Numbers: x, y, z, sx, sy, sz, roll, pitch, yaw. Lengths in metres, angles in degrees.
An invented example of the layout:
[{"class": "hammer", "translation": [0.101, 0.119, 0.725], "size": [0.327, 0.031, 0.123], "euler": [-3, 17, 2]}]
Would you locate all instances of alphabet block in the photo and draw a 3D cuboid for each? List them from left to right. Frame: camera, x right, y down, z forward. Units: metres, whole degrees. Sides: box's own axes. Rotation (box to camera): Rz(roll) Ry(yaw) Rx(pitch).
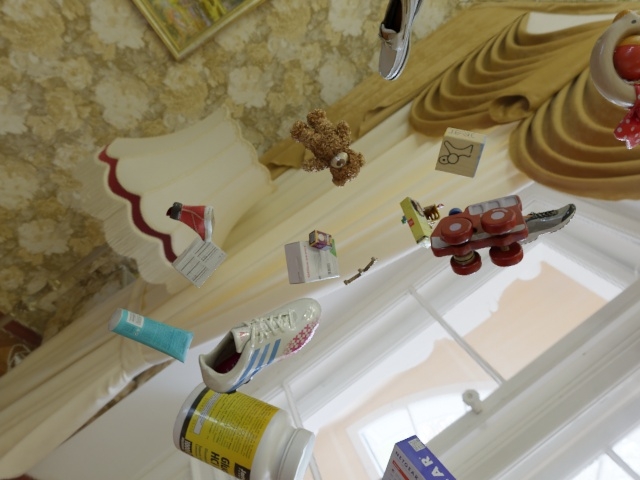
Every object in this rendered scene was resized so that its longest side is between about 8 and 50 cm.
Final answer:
[{"class": "alphabet block", "translation": [0.706, -0.444, 2.043], "size": [0.197, 0.193, 0.193], "euler": [17, 29, 15]}]

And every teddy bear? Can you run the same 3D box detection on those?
[{"class": "teddy bear", "translation": [0.022, -0.373, 1.578], "size": [0.113, 0.244, 0.338], "euler": [85, -15, -72]}]

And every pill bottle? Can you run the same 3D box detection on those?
[{"class": "pill bottle", "translation": [-0.192, 0.508, 1.049], "size": [0.333, 0.188, 0.188], "euler": [15, -14, 17]}]

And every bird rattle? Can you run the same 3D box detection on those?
[{"class": "bird rattle", "translation": [0.608, -0.319, 0.773], "size": [0.206, 0.254, 0.143], "euler": [28, 8, -1]}]

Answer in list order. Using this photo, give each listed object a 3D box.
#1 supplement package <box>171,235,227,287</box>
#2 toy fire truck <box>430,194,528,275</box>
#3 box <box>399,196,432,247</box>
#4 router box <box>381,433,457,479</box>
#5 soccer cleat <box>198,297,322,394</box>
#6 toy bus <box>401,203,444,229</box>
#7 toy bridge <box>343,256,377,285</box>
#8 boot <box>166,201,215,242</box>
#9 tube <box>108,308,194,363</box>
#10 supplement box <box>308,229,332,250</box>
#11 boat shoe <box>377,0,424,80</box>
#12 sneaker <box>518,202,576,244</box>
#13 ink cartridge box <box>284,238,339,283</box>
[{"class": "supplement package", "translation": [-0.597, 0.098, 1.978], "size": [0.145, 0.204, 0.261], "euler": [44, -16, -17]}, {"class": "toy fire truck", "translation": [0.517, -0.038, 1.335], "size": [0.170, 0.301, 0.254], "euler": [62, 26, -28]}, {"class": "box", "translation": [0.433, -0.083, 1.809], "size": [0.087, 0.058, 0.233], "euler": [15, 48, -40]}, {"class": "router box", "translation": [0.281, 0.730, 1.007], "size": [0.082, 0.302, 0.335], "euler": [-2, 25, -33]}, {"class": "soccer cleat", "translation": [-0.134, 0.230, 0.960], "size": [0.116, 0.331, 0.143], "euler": [37, -26, 38]}, {"class": "toy bus", "translation": [0.525, -0.100, 2.025], "size": [0.202, 0.190, 0.105], "euler": [-1, 65, -48]}, {"class": "toy bridge", "translation": [0.188, 0.140, 1.845], "size": [0.026, 0.188, 0.063], "euler": [53, 13, 20]}, {"class": "boot", "translation": [-0.514, -0.074, 1.611], "size": [0.244, 0.176, 0.089], "euler": [112, -16, -61]}, {"class": "tube", "translation": [-0.395, 0.224, 0.965], "size": [0.207, 0.052, 0.080], "euler": [38, 51, -39]}, {"class": "supplement box", "translation": [0.000, 0.000, 1.557], "size": [0.083, 0.043, 0.055], "euler": [18, 55, -36]}, {"class": "boat shoe", "translation": [0.237, -0.675, 1.313], "size": [0.113, 0.103, 0.303], "euler": [42, -43, 33]}, {"class": "sneaker", "translation": [0.935, -0.082, 1.712], "size": [0.108, 0.271, 0.100], "euler": [52, 32, -8]}, {"class": "ink cartridge box", "translation": [-0.032, 0.081, 1.609], "size": [0.219, 0.092, 0.161], "euler": [-3, 83, -50]}]
